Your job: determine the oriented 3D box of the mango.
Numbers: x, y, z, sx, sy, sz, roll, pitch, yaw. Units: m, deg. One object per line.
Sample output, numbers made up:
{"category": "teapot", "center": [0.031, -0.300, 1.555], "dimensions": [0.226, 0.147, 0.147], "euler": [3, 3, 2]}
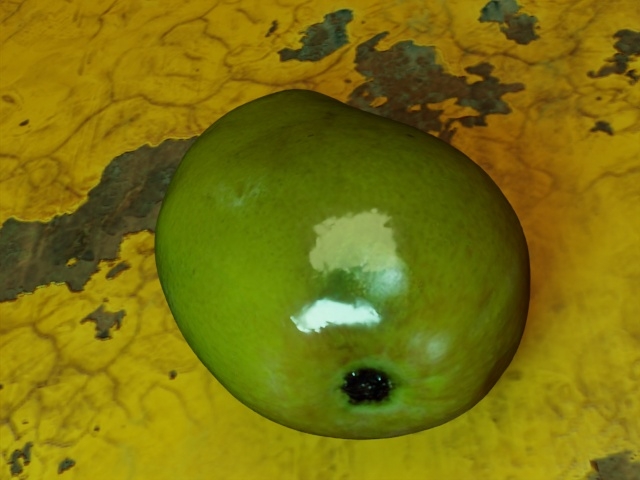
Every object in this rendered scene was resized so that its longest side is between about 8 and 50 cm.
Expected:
{"category": "mango", "center": [0.000, 0.000, 0.699], "dimensions": [0.211, 0.173, 0.317], "euler": [-28, 35, -9]}
